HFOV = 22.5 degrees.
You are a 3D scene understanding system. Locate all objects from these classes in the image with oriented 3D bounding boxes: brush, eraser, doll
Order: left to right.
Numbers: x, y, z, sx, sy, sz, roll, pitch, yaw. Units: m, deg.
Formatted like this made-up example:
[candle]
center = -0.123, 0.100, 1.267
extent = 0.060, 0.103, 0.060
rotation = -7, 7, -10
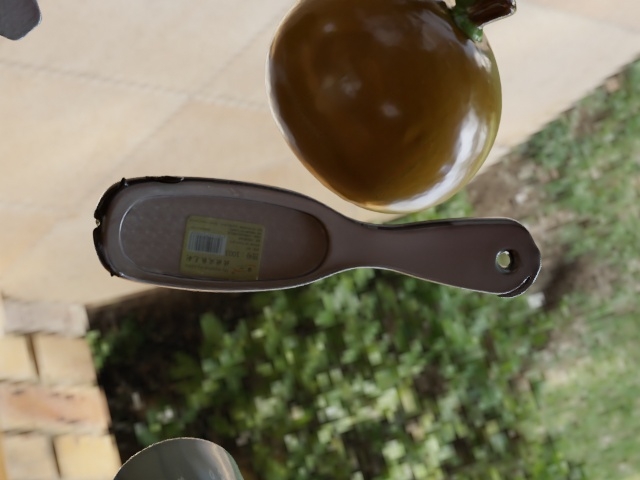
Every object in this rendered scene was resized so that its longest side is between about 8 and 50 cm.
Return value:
[eraser]
center = -0.456, -0.380, 2.168
extent = 0.095, 0.270, 0.174
rotation = -40, 117, 3
[brush]
center = 0.000, -0.002, 1.056
extent = 0.313, 0.072, 0.067
rotation = 4, -173, -21
[doll]
center = 0.074, -0.141, 1.333
extent = 0.236, 0.213, 0.213
rotation = -39, 149, 28

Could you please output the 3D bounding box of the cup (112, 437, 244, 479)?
[cup]
center = -0.169, 0.426, 2.068
extent = 0.186, 0.234, 0.258
rotation = 5, 119, -25
